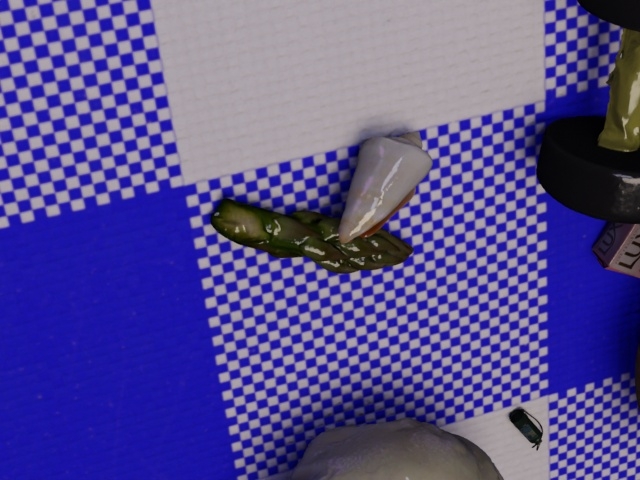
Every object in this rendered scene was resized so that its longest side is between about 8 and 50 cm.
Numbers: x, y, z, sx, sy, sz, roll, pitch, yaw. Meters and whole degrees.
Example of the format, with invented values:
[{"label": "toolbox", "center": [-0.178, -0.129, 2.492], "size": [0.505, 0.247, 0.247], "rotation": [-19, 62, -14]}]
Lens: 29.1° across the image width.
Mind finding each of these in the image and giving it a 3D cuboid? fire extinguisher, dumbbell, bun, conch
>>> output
[{"label": "fire extinguisher", "center": [0.325, 0.291, 1.915], "size": [0.038, 0.025, 0.083], "rotation": [-52, 124, -15]}, {"label": "dumbbell", "center": [0.400, -0.203, 1.561], "size": [0.203, 0.204, 0.322], "rotation": [-2, 119, -19]}, {"label": "bun", "center": [0.089, 0.388, 1.770], "size": [0.365, 0.219, 0.365], "rotation": [-9, 136, -9]}, {"label": "conch", "center": [0.083, -0.064, 1.573], "size": [0.094, 0.104, 0.176], "rotation": [20, 75, -11]}]

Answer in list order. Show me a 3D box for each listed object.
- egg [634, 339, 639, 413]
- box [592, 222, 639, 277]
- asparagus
[{"label": "egg", "center": [0.620, 0.221, 1.816], "size": [0.301, 0.301, 0.374], "rotation": [-26, 120, -4]}, {"label": "box", "center": [0.477, -0.020, 1.777], "size": [0.111, 0.060, 0.156], "rotation": [17, 110, -25]}, {"label": "asparagus", "center": [0.000, 0.000, 1.607], "size": [0.287, 0.080, 0.080], "rotation": [9, 114, -28]}]
